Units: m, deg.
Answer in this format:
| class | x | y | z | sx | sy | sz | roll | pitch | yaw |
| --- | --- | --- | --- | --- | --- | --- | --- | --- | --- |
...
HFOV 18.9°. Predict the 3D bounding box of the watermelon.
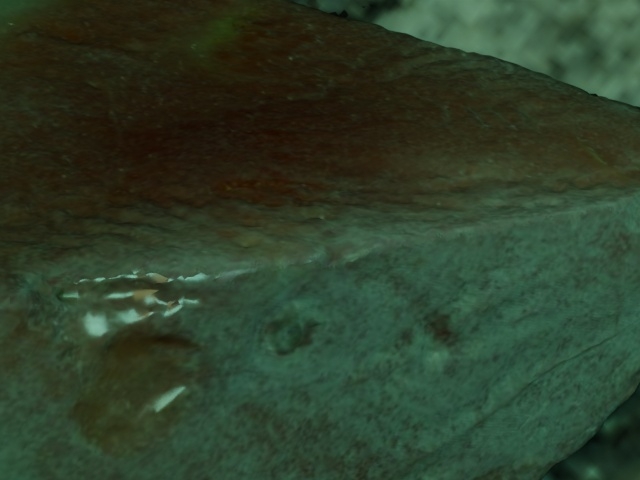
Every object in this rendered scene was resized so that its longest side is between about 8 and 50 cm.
| class | x | y | z | sx | sy | sz | roll | pitch | yaw |
| --- | --- | --- | --- | --- | --- | --- | --- | --- | --- |
| watermelon | -0.017 | 0.012 | 0.452 | 0.202 | 0.136 | 0.207 | 6 | 47 | -11 |
